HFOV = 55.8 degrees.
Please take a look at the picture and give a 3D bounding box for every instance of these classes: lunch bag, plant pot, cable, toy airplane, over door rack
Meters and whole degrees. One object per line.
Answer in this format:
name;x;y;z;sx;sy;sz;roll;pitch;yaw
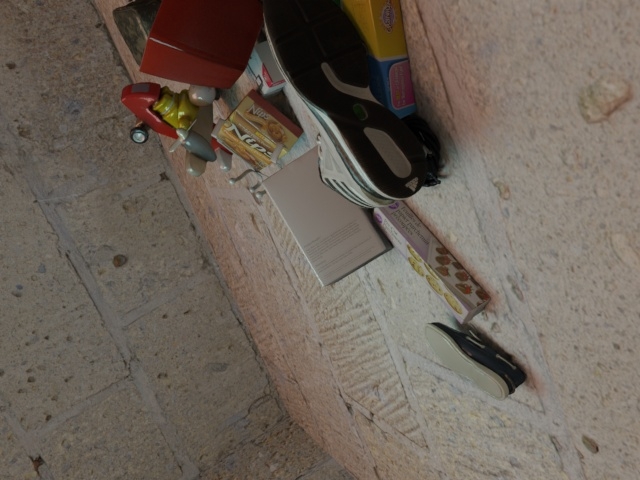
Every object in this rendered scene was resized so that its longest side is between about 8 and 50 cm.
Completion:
lunch bag;-0.441;-0.643;1.800;0.305;0.256;0.212;28;145;55
plant pot;-0.287;-0.531;1.522;0.236;0.267;0.267;21;170;-18
cable;0.172;-0.180;1.217;0.184;0.047;0.150;22;136;62
toy airplane;-0.402;-0.400;1.981;0.386;0.384;0.272;49;129;10
over door rack;-0.168;-0.188;1.737;0.239;0.108;0.324;26;164;27

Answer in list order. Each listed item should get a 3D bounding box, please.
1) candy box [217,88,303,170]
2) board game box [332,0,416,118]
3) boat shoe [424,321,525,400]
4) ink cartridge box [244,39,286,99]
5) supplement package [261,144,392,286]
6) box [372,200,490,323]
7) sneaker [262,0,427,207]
candy box;-0.189;-0.313;1.770;0.183;0.087;0.316;38;166;-15
board game box;0.063;-0.405;1.158;0.242;0.064;0.316;34;146;52
boat shoe;0.335;0.250;1.338;0.254;0.079;0.095;32;143;50
ink cartridge box;-0.146;-0.450;1.612;0.109;0.063;0.150;63;160;-3
supplement package;0.021;-0.059;1.474;0.293;0.177;0.175;60;-169;6
box;0.234;0.036;1.323;0.324;0.063;0.067;52;157;25
sneaker;0.004;-0.245;1.168;0.447;0.169;0.257;59;158;0
